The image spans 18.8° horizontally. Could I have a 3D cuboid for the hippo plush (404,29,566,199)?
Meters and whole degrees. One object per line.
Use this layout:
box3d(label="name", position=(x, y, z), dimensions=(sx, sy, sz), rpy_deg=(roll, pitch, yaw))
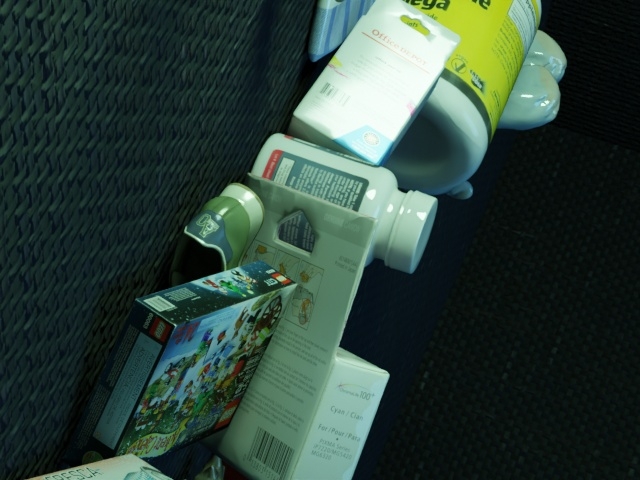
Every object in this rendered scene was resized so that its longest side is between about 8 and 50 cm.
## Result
box3d(label="hippo plush", position=(0.182, -0.150, 2.468), dimensions=(0.236, 0.234, 0.294), rpy_deg=(95, 16, -52))

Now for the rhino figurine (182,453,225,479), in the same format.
box3d(label="rhino figurine", position=(-0.139, 0.335, 2.080), dimensions=(0.106, 0.073, 0.243), rpy_deg=(-24, 131, -81))

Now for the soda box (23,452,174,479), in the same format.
box3d(label="soda box", position=(-0.182, 0.214, 1.494), dimensions=(0.183, 0.063, 0.058), rpy_deg=(-6, 123, -63))

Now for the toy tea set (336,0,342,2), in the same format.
box3d(label="toy tea set", position=(0.072, -0.376, 1.752), dimensions=(0.200, 0.124, 0.336), rpy_deg=(-20, 128, -78))

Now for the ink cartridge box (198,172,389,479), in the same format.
box3d(label="ink cartridge box", position=(-0.027, 0.088, 1.793), dimensions=(0.296, 0.066, 0.261), rpy_deg=(23, -86, 64))

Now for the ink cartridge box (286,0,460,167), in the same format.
box3d(label="ink cartridge box", position=(0.057, -0.160, 2.028), dimensions=(0.181, 0.104, 0.061), rpy_deg=(-55, 174, -22))

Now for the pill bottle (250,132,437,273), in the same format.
box3d(label="pill bottle", position=(0.020, -0.032, 1.947), dimensions=(0.108, 0.180, 0.108), rpy_deg=(19, 90, -80))

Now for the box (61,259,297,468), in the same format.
box3d(label="box", position=(-0.116, 0.109, 1.659), dimensions=(0.233, 0.044, 0.159), rpy_deg=(-18, 136, -64))

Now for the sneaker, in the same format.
box3d(label="sneaker", position=(-0.109, 0.040, 1.748), dimensions=(0.086, 0.064, 0.192), rpy_deg=(-40, 154, -46))

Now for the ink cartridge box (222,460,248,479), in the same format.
box3d(label="ink cartridge box", position=(-0.004, 0.358, 2.272), dimensions=(0.239, 0.275, 0.060), rpy_deg=(94, 18, -55))

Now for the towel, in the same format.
box3d(label="towel", position=(0.055, -0.340, 2.001), dimensions=(0.209, 0.034, 0.285), rpy_deg=(-49, 156, -64))

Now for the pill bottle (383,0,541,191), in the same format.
box3d(label="pill bottle", position=(0.148, -0.235, 2.259), dimensions=(0.188, 0.188, 0.334), rpy_deg=(96, 15, -53))
